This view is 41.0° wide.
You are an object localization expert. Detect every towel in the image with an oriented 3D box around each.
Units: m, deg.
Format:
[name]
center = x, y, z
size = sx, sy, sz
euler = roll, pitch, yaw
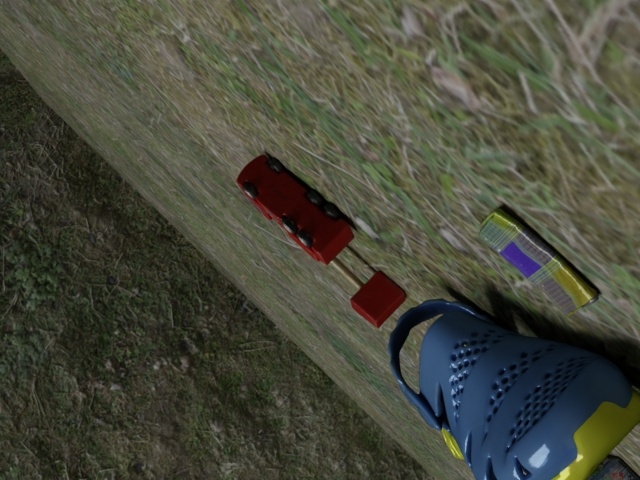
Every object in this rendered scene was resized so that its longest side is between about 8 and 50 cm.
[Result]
[towel]
center = 0.135, 0.014, 0.541
size = 0.083, 0.009, 0.060
euler = 44, 171, 6

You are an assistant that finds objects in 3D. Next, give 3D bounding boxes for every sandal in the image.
[sandal]
center = 0.128, 0.113, 0.664
size = 0.138, 0.126, 0.317
euler = 50, 168, -2

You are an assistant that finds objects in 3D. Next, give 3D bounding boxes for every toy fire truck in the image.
[toy fire truck]
center = 0.000, 0.000, 0.916
size = 0.192, 0.047, 0.135
euler = 40, 170, 28

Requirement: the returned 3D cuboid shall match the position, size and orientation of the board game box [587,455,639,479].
[board game box]
center = 0.207, 0.292, 0.833
size = 0.060, 0.194, 0.194
euler = 45, 169, 1
